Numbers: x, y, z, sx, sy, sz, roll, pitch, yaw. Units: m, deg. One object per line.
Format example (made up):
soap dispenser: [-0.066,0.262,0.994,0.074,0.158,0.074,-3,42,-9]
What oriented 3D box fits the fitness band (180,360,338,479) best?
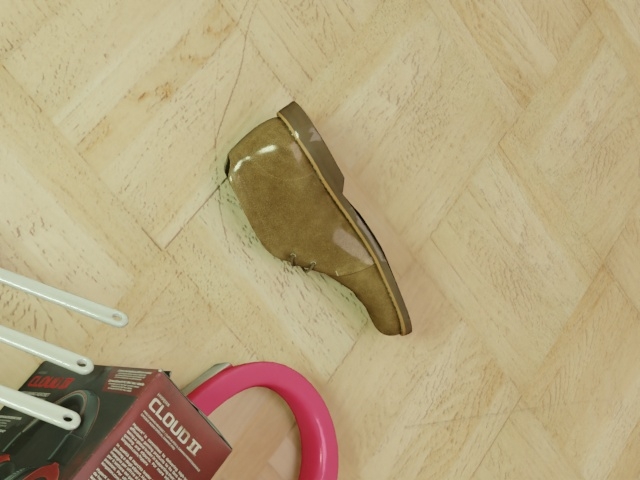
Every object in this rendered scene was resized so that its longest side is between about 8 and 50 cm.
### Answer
fitness band: [-0.092,0.248,1.211,0.291,0.054,0.209,-38,105,-41]

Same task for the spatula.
spatula: [-0.294,0.065,1.011,0.242,0.019,0.168,20,42,0]

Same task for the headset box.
headset box: [-0.230,0.225,1.020,0.293,0.218,0.110,-51,118,-29]

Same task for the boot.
boot: [0.000,0.000,1.320,0.115,0.112,0.305,-34,113,-4]
